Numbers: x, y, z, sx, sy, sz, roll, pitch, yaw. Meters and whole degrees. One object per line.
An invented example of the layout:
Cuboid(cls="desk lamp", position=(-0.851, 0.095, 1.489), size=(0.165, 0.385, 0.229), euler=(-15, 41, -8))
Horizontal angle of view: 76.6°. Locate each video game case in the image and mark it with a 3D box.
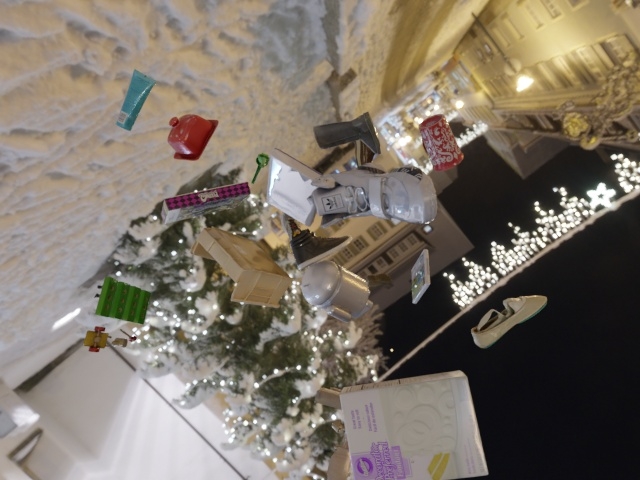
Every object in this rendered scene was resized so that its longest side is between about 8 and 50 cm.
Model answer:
Cuboid(cls="video game case", position=(0.521, 0.190, 2.116), size=(0.227, 0.026, 0.206), euler=(102, -4, -55))
Cuboid(cls="video game case", position=(-0.341, -0.109, 1.188), size=(0.232, 0.041, 0.210), euler=(-16, 180, -25))

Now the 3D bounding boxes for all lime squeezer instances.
Cuboid(cls="lime squeezer", position=(-0.262, -0.331, 1.750), size=(0.109, 0.059, 0.310), euler=(-55, -168, -13))

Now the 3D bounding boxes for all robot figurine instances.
Cuboid(cls="robot figurine", position=(0.064, 0.211, 1.733), size=(0.200, 0.354, 0.299), euler=(-45, -146, 25))

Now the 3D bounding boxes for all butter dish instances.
Cuboid(cls="butter dish", position=(-0.433, -0.350, 1.303), size=(0.160, 0.118, 0.160), euler=(14, -107, 39))

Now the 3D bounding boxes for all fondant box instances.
Cuboid(cls="fondant box", position=(0.235, 0.490, 1.057), size=(0.331, 0.238, 0.096), euler=(-11, 170, 8))

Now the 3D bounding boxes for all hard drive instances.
Cuboid(cls="hard drive", position=(-0.098, -0.184, 1.497), size=(0.040, 0.210, 0.318), euler=(-56, 175, -26))

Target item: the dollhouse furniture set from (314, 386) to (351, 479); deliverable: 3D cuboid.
Cuboid(cls="dollhouse furniture set", position=(0.041, 0.739, 1.473), size=(0.303, 0.174, 0.355), euler=(55, 47, -72))

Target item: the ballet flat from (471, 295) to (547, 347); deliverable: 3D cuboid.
Cuboid(cls="ballet flat", position=(0.558, 0.225, 1.215), size=(0.248, 0.086, 0.086), euler=(-39, -173, 4))

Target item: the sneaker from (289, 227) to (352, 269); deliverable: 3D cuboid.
Cuboid(cls="sneaker", position=(0.000, 0.000, 1.690), size=(0.296, 0.146, 0.104), euler=(-25, 174, -32))

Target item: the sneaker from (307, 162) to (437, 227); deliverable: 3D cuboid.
Cuboid(cls="sneaker", position=(0.104, -0.094, 0.958), size=(0.210, 0.137, 0.366), euler=(-18, -159, -14))

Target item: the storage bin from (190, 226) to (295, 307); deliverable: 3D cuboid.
Cuboid(cls="storage bin", position=(-0.265, 0.090, 1.369), size=(0.123, 0.262, 0.260), euler=(-55, 147, 8))

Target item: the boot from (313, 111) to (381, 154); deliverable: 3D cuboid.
Cuboid(cls="boot", position=(0.100, -0.363, 1.464), size=(0.209, 0.189, 0.076), euler=(-18, -141, 16))

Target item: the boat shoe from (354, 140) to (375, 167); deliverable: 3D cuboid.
Cuboid(cls="boat shoe", position=(0.207, -0.393, 1.800), size=(0.095, 0.257, 0.095), euler=(-9, -175, 20))

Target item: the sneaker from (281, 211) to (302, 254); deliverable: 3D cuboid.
Cuboid(cls="sneaker", position=(-0.116, -0.046, 1.873), size=(0.088, 0.225, 0.093), euler=(-15, 171, -24))

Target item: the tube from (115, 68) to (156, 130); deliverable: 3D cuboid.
Cuboid(cls="tube", position=(-0.666, -0.496, 1.447), size=(0.207, 0.080, 0.052), euler=(-62, -160, 9))

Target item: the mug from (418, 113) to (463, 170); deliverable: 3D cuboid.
Cuboid(cls="mug", position=(0.401, -0.341, 1.420), size=(0.150, 0.169, 0.113), euler=(0, -137, 46))

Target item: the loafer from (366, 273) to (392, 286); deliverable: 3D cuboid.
Cuboid(cls="loafer", position=(0.277, 0.193, 1.946), size=(0.050, 0.148, 0.056), euler=(-59, -144, 39))

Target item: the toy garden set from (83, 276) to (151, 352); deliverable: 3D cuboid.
Cuboid(cls="toy garden set", position=(-0.606, 0.230, 1.206), size=(0.244, 0.049, 0.203), euler=(78, 18, -72))
